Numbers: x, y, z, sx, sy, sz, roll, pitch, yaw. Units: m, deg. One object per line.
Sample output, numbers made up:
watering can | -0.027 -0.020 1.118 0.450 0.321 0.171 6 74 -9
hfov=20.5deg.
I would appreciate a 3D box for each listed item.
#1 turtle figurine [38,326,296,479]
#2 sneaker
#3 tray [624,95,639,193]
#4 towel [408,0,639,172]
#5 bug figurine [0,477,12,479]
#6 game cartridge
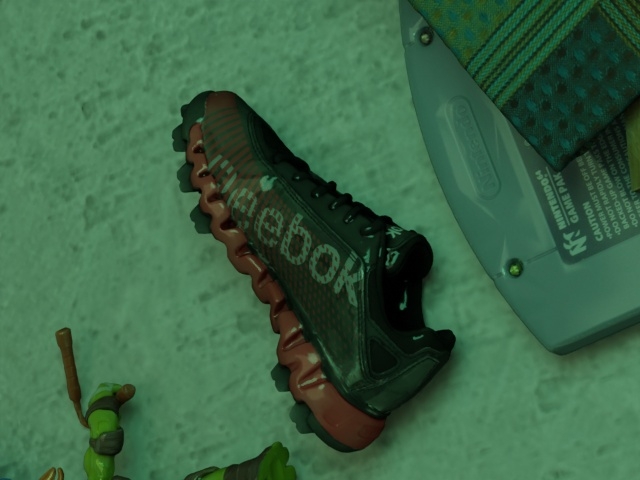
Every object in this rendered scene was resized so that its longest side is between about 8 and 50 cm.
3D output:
turtle figurine | -0.125 0.191 1.264 0.217 0.087 0.269 -6 82 26
sneaker | 0.000 0.000 1.218 0.135 0.097 0.276 -34 73 20
tray | 0.265 -0.244 1.050 0.203 0.076 0.411 -24 61 48
towel | 0.106 -0.259 1.029 0.370 0.040 0.271 51 127 9
bug figurine | -0.320 0.261 1.358 0.216 0.072 0.279 25 103 33
game cartridge | 0.165 -0.085 1.171 0.196 0.060 0.294 -24 74 18
